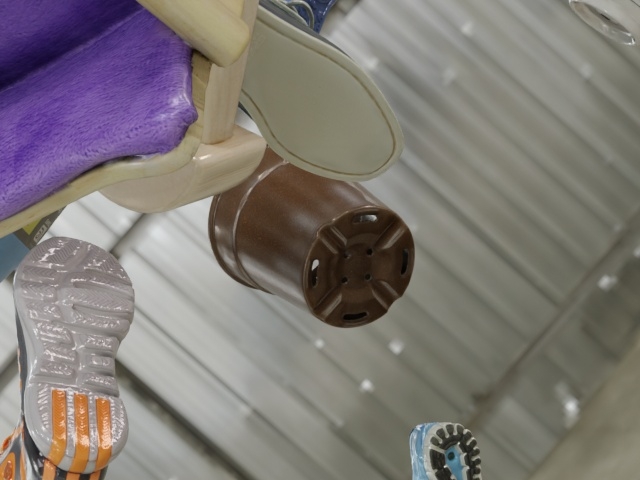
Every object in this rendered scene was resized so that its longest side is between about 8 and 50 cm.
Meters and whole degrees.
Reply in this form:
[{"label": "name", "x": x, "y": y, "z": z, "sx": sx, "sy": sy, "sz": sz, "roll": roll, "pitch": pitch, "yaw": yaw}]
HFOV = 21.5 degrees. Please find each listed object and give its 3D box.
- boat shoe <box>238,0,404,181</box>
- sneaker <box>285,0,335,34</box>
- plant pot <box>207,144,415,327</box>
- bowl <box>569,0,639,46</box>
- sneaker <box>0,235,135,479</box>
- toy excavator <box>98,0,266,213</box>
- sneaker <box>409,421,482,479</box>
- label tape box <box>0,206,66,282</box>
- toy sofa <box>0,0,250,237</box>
[{"label": "boat shoe", "x": -0.044, "y": -0.131, "z": 1.217, "sx": 0.095, "sy": 0.254, "sz": 0.079, "roll": -50, "pitch": 29, "yaw": 20}, {"label": "sneaker", "x": -0.028, "y": -0.265, "z": 1.789, "sx": 0.090, "sy": 0.081, "sz": 0.232, "roll": -3, "pitch": 39, "yaw": 34}, {"label": "plant pot", "x": 0.000, "y": 0.000, "z": 1.653, "sx": 0.167, "sy": 0.167, "sz": 0.165, "roll": -49, "pitch": 36, "yaw": -5}, {"label": "bowl", "x": 0.275, "y": -0.226, "z": 1.504, "sx": 0.080, "sy": 0.170, "sz": 0.170, "roll": -57, "pitch": 3, "yaw": -2}, {"label": "sneaker", "x": -0.262, "y": 0.147, "z": 1.617, "sx": 0.321, "sy": 0.125, "sz": 0.180, "roll": -94, "pitch": 25, "yaw": -51}, {"label": "toy excavator", "x": -0.124, "y": -0.297, "z": 1.083, "sx": 0.222, "sy": 0.445, "sz": 0.433, "roll": -21, "pitch": -22, "yaw": -53}, {"label": "sneaker", "x": 0.119, "y": 0.232, "z": 1.503, "sx": 0.063, "sy": 0.162, "sz": 0.073, "roll": -19, "pitch": 13, "yaw": -23}, {"label": "label tape box", "x": -0.290, "y": -0.128, "z": 1.663, "sx": 0.347, "sy": 0.115, "sz": 0.249, "roll": -52, "pitch": -13, "yaw": -8}, {"label": "toy sofa", "x": -0.216, "y": -0.099, "z": 0.944, "sx": 0.362, "sy": 0.150, "sz": 0.177, "roll": -22, "pitch": 43, "yaw": 36}]
